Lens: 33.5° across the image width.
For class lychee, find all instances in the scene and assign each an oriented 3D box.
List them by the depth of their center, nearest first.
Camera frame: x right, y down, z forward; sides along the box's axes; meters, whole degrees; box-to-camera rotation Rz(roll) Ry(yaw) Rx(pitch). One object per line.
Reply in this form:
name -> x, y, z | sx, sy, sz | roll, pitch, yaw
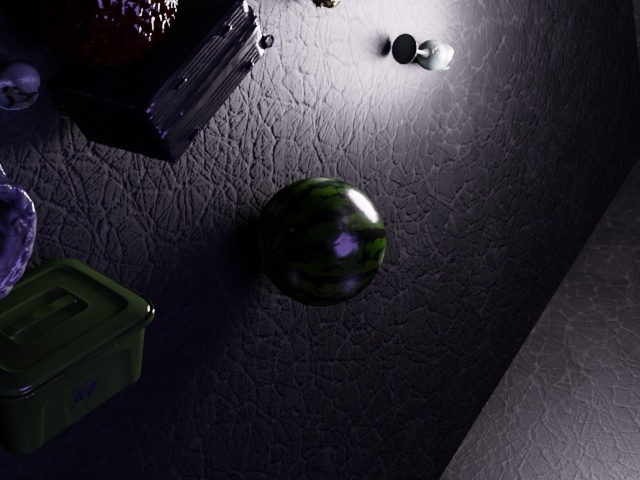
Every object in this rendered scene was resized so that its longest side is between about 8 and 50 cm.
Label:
lychee -> -0.348, -0.421, 1.680 | 0.264, 0.264, 0.300 | -38, 135, -41

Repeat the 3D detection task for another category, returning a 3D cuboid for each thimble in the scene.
thimble -> -0.563, -0.010, 1.610 | 0.236, 0.172, 0.205 | -64, 147, -12

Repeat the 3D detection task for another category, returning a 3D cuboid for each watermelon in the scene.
watermelon -> 0.000, 0.000, 2.304 | 0.285, 0.285, 0.285 | -24, 121, -48

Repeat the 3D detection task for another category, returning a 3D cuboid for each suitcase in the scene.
suitcase -> -0.270, -0.309, 1.848 | 0.335, 0.229, 0.152 | -55, 144, -28

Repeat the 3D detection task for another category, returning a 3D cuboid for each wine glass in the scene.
wine glass -> 0.260, -0.468, 2.662 | 0.195, 0.079, 0.079 | -4, 105, -53

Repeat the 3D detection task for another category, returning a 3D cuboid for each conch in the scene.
conch -> -0.494, -0.251, 1.714 | 0.085, 0.057, 0.076 | -3, 126, -23

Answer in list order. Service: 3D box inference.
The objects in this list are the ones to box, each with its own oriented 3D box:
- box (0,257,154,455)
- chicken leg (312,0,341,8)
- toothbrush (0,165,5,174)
box -> -0.464, 0.190, 1.770 | 0.328, 0.252, 0.178 | -32, 140, -44
chicken leg -> -0.001, -0.597, 2.246 | 0.103, 0.088, 0.228 | -27, 128, -31
toothbrush -> -0.530, -0.103, 1.748 | 0.026, 0.022, 0.263 | -34, 130, -25
